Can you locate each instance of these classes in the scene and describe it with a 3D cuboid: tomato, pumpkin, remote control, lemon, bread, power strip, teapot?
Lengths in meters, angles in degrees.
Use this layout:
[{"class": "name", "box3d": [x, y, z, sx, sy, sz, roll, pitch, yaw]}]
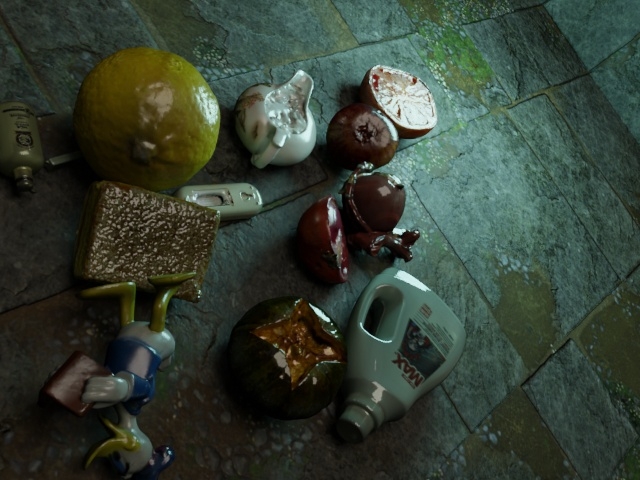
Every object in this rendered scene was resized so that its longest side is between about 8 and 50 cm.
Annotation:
[{"class": "tomato", "box3d": [0.200, -0.363, 2.120, 0.237, 0.095, 0.236, 18, 52, -25]}, {"class": "pumpkin", "box3d": [-0.064, 0.219, 1.466, 0.238, 0.159, 0.238, 16, 46, -18]}, {"class": "remote control", "box3d": [-0.209, -0.080, 1.625, 0.221, 0.042, 0.078, -8, 67, -42]}, {"class": "lemon", "box3d": [-0.319, -0.222, 1.458, 0.293, 0.293, 0.293, 21, 51, -29]}, {"class": "tomato", "box3d": [0.000, 0.000, 1.716, 0.173, 0.099, 0.189, -83, 163, -55]}, {"class": "bread", "box3d": [-0.313, 0.002, 1.411, 0.234, 0.110, 0.184, 16, 79, -34]}, {"class": "power strip", "box3d": [-0.472, -0.149, 1.459, 0.083, 0.027, 0.017, -26, 84, -47]}, {"class": "teapot", "box3d": [-0.096, -0.260, 1.771, 0.204, 0.139, 0.298, 32, 46, -23]}]

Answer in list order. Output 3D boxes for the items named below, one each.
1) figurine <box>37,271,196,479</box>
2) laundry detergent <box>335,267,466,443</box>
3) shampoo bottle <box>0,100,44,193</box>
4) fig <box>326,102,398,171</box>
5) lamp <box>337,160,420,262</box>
[{"class": "figurine", "box3d": [-0.299, 0.237, 1.223, 0.283, 0.204, 0.338, -18, 98, -68]}, {"class": "laundry detergent", "box3d": [0.138, 0.251, 1.645, 0.264, 0.125, 0.398, 48, 45, -5]}, {"class": "shampoo bottle", "box3d": [-0.530, -0.160, 1.381, 0.079, 0.079, 0.162, 1, 62, -40]}, {"class": "fig", "box3d": [0.095, -0.243, 1.930, 0.175, 0.207, 0.175, 0, 91, -6]}, {"class": "lamp", "box3d": [0.132, -0.069, 1.847, 0.215, 0.151, 0.223, 1, 102, -37]}]
